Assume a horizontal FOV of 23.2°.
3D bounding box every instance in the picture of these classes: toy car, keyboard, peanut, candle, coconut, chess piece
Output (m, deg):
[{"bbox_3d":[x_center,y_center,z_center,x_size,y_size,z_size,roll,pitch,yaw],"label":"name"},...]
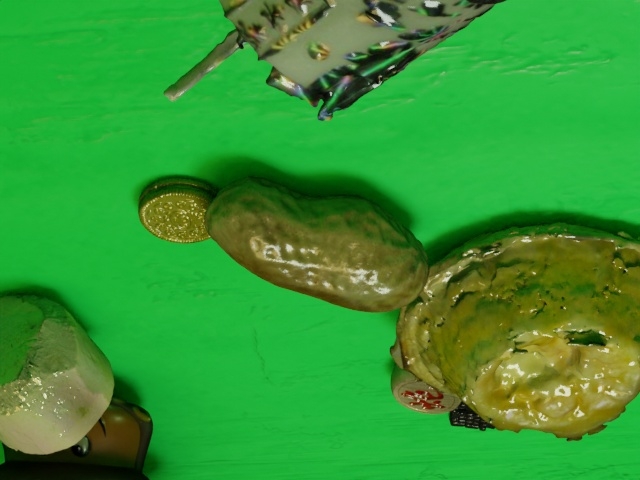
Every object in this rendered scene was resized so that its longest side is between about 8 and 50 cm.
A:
[{"bbox_3d":[-0.274,0.308,1.808,0.271,0.240,0.340,1,165,6],"label":"toy car"},{"bbox_3d":[0.178,0.163,1.761,0.060,0.018,0.195,2,145,4],"label":"keyboard"},{"bbox_3d":[0.000,0.000,1.460,0.226,0.095,0.108,17,127,-17],"label":"peanut"},{"bbox_3d":[0.015,-0.197,1.088,0.187,0.187,0.330,26,140,-32],"label":"candle"},{"bbox_3d":[-0.298,0.145,1.634,0.147,0.147,0.152,-11,141,17],"label":"coconut"},{"bbox_3d":[0.119,0.159,1.727,0.084,0.038,0.083,9,148,6],"label":"chess piece"}]

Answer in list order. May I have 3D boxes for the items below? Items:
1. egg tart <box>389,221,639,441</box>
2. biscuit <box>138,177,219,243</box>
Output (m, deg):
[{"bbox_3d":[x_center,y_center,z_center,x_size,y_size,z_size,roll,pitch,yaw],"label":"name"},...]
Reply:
[{"bbox_3d":[0.227,0.109,1.577,0.315,0.120,0.315,-1,139,-1],"label":"egg tart"},{"bbox_3d":[-0.132,-0.027,1.478,0.084,0.023,0.084,0,146,0],"label":"biscuit"}]
